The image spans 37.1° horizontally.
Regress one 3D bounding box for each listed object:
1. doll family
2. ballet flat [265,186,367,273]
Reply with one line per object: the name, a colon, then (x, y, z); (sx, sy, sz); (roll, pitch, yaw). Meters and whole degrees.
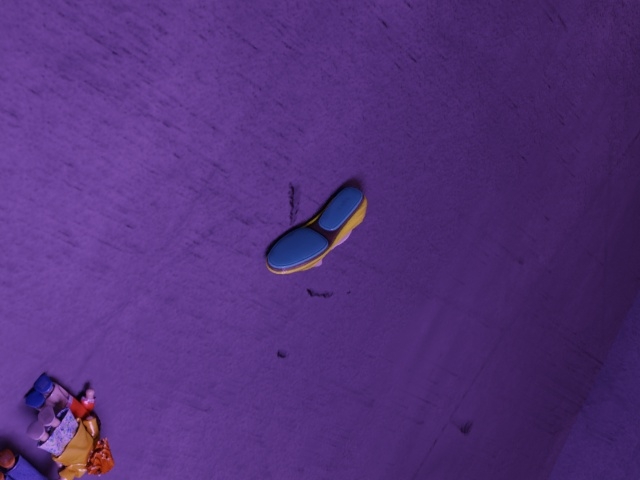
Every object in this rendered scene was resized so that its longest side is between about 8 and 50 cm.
doll family: (-0.386, 0.335, 1.361); (0.263, 0.118, 0.163); (-52, 136, -15)
ballet flat: (0.000, 0.000, 1.644); (0.231, 0.077, 0.077); (-42, 149, -27)
